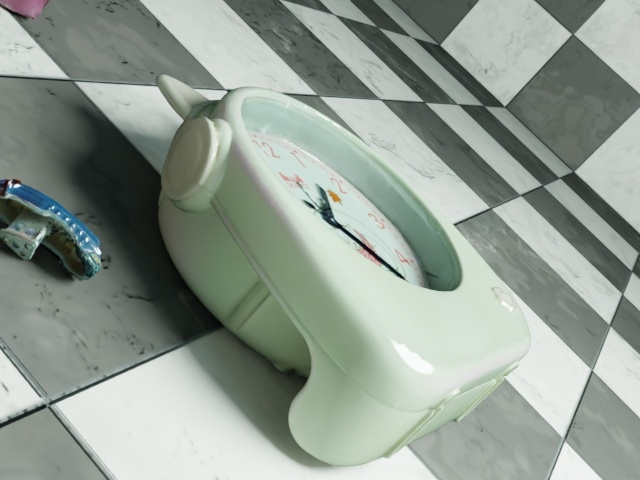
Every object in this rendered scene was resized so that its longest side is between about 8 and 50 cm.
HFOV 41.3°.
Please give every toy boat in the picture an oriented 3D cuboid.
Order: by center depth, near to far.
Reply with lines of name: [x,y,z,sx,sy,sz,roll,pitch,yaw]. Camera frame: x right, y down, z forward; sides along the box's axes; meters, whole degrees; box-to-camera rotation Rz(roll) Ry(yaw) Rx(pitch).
toy boat: [-0.162,-0.005,0.483,0.083,0.038,0.038,38,22,-10]

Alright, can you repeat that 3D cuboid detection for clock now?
clock: [0.000,0.000,0.643,0.324,0.108,0.265,50,24,21]

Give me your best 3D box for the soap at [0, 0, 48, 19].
soap: [-0.301,-0.368,0.798,0.233,0.128,0.359,34,23,-21]
